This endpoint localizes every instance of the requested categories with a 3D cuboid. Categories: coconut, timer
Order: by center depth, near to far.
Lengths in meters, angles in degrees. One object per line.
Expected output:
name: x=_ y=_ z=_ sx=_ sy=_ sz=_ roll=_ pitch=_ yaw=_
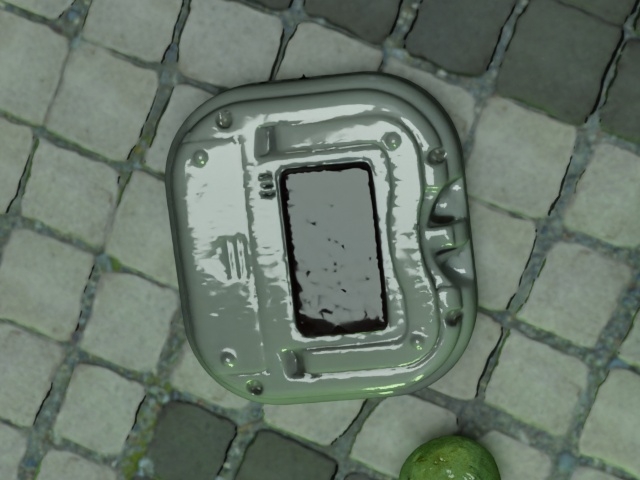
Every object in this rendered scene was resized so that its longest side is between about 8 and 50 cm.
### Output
timer: x=0.000 y=0.000 z=1.472 sx=0.237 sy=0.087 sz=0.262 roll=-5 pitch=101 yaw=11
coconut: x=0.104 y=0.201 z=1.496 sx=0.087 sy=0.096 sz=0.088 roll=-7 pitch=63 yaw=14
